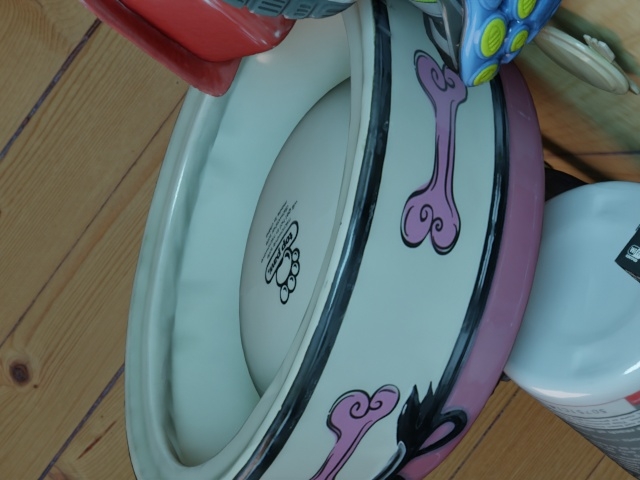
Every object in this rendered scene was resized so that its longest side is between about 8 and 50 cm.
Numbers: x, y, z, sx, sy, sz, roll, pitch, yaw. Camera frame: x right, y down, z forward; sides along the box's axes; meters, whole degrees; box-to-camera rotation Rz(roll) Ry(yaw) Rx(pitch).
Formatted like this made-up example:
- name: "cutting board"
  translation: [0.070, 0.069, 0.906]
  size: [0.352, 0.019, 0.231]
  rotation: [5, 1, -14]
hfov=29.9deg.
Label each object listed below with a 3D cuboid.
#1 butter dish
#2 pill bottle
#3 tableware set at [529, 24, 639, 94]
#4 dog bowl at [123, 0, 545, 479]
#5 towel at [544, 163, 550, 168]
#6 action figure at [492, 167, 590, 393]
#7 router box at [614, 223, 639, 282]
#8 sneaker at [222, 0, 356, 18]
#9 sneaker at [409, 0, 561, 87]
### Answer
- name: "butter dish"
  translation: [-0.048, -0.181, 0.718]
  size: [0.118, 0.160, 0.160]
  rotation: [10, 167, 36]
- name: "pill bottle"
  translation: [0.252, 0.090, 0.872]
  size: [0.283, 0.161, 0.161]
  rotation: [39, -179, -43]
- name: "tableware set"
  translation: [0.093, -0.133, 0.653]
  size: [0.141, 0.020, 0.168]
  rotation: [33, -177, -33]
- name: "dog bowl"
  translation: [0.000, 0.000, 0.836]
  size: [0.150, 0.408, 0.408]
  rotation: [16, -169, -23]
- name: "towel"
  translation: [0.183, -0.105, 1.269]
  size: [0.152, 0.023, 0.113]
  rotation: [35, -176, 16]
- name: "action figure"
  translation: [0.159, -0.001, 1.039]
  size: [0.330, 0.178, 0.341]
  rotation: [31, -141, 13]
- name: "router box"
  translation: [0.202, 0.000, 0.542]
  size: [0.038, 0.092, 0.122]
  rotation: [36, -178, -25]
- name: "sneaker"
  translation: [-0.085, -0.229, 0.610]
  size: [0.297, 0.111, 0.129]
  rotation: [40, -162, -7]
- name: "sneaker"
  translation: [0.055, -0.132, 0.526]
  size: [0.078, 0.067, 0.188]
  rotation: [45, -178, 31]
